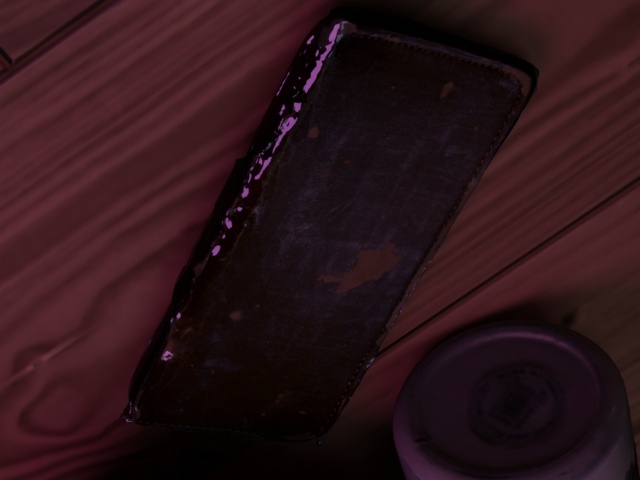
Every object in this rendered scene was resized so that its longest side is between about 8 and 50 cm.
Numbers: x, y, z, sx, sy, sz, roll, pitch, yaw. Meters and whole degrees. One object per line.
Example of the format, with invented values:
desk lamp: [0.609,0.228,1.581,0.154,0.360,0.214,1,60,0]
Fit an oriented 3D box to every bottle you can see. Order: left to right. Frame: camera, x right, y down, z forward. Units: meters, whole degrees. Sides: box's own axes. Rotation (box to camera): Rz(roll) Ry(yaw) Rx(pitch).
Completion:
bottle: [0.119,0.167,0.755,0.120,0.120,0.253,-22,132,-5]

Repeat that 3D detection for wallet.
wallet: [0.000,0.000,0.641,0.122,0.031,0.232,11,122,-33]

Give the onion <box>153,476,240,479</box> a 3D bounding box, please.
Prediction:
onion: [-0.057,0.249,0.674,0.272,0.256,0.230,-40,172,-37]
